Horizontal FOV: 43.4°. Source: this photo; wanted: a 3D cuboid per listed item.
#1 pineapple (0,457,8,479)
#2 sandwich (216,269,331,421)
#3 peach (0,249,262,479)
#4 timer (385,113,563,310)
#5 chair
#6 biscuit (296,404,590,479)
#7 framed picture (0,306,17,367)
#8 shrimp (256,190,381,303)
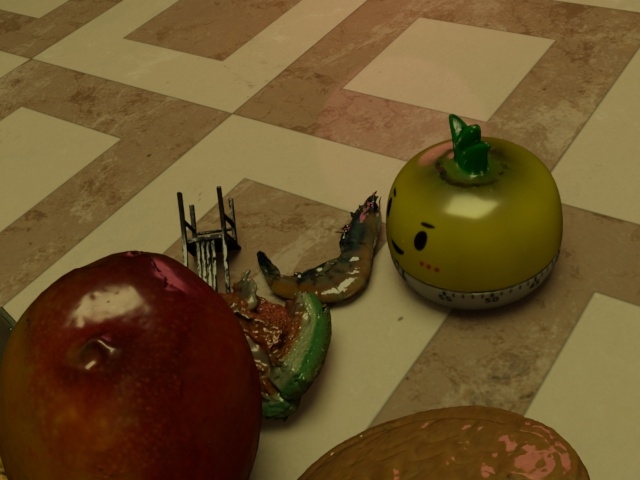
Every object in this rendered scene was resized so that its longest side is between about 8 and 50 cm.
[{"bbox_3d":[-0.421,0.356,0.986,0.164,0.140,0.250,-61,31,6],"label":"pineapple"},{"bbox_3d":[-0.075,0.132,1.096,0.109,0.160,0.185,-44,23,28],"label":"sandwich"},{"bbox_3d":[-0.215,0.185,0.918,0.290,0.373,0.372,12,46,21],"label":"peach"},{"bbox_3d":[0.220,-0.064,1.167,0.285,0.285,0.285,-6,41,6],"label":"timer"},{"bbox_3d":[-0.178,0.029,1.311,0.084,0.101,0.212,-8,78,5],"label":"chair"},{"bbox_3d":[0.067,0.291,0.806,0.385,0.062,0.365,-18,19,46],"label":"biscuit"},{"bbox_3d":[-0.502,0.211,1.205,0.189,0.023,0.260,-38,47,-27],"label":"framed picture"},{"bbox_3d":[0.000,0.000,1.311,0.198,0.051,0.262,4,47,18],"label":"shrimp"}]
